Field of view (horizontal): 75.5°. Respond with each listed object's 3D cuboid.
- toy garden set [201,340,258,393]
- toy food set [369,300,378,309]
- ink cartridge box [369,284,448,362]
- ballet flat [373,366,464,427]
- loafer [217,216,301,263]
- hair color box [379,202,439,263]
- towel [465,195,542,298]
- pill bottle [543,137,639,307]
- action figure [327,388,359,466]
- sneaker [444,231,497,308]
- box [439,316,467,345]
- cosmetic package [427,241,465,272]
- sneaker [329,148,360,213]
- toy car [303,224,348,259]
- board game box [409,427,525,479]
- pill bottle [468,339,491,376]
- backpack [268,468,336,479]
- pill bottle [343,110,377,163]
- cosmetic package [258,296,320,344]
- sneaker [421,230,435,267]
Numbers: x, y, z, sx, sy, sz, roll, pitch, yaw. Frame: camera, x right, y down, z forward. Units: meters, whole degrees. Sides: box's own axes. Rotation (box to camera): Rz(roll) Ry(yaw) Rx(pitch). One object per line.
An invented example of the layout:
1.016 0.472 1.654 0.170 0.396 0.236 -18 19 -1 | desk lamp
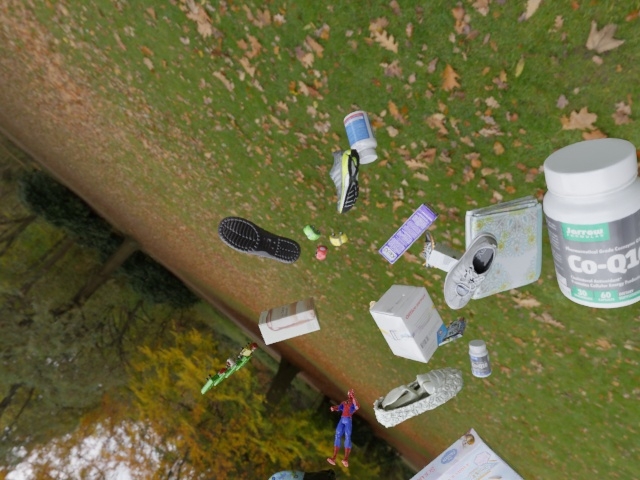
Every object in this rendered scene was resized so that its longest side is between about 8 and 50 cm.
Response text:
-0.392 0.536 1.793 0.049 0.244 0.204 48 124 14 | toy garden set
0.281 0.334 2.021 0.083 0.020 0.083 5 118 17 | toy food set
0.339 0.311 1.586 0.168 0.171 0.233 -2 124 53 | ink cartridge box
0.399 0.632 1.705 0.147 0.408 0.147 57 -175 -7 | ballet flat
-0.263 0.013 1.761 0.365 0.134 0.130 24 171 -1 | loafer
0.472 -0.041 2.195 0.110 0.339 0.185 45 -161 9 | hair color box
0.736 0.028 1.668 0.090 0.320 0.375 -136 36 -70 | towel
0.649 -0.038 0.975 0.204 0.204 0.361 12 134 54 | pill bottle
0.085 0.682 1.575 0.091 0.281 0.139 -7 129 25 | action figure
0.489 0.106 1.359 0.105 0.282 0.115 22 -162 7 | sneaker
0.562 0.391 1.778 0.027 0.094 0.137 44 135 -4 | box
0.642 0.102 1.973 0.230 0.117 0.086 23 119 18 | cosmetic package
0.104 -0.272 1.885 0.121 0.111 0.301 20 114 39 | sneaker
0.000 0.000 2.221 0.224 0.053 0.239 36 123 -23 | toy car
0.509 0.850 1.447 0.318 0.318 0.066 45 -174 -23 | board game box
0.662 0.489 1.721 0.078 0.078 0.137 5 112 60 | pill bottle
-0.050 0.638 0.990 0.173 0.159 0.117 1 -163 4 | backpack
0.193 -0.479 1.932 0.124 0.124 0.222 125 132 -73 | pill bottle
-0.160 0.418 2.167 0.153 0.295 0.129 -102 -6 -71 | cosmetic package
0.610 0.054 2.336 0.083 0.215 0.084 -6 -174 22 | sneaker
